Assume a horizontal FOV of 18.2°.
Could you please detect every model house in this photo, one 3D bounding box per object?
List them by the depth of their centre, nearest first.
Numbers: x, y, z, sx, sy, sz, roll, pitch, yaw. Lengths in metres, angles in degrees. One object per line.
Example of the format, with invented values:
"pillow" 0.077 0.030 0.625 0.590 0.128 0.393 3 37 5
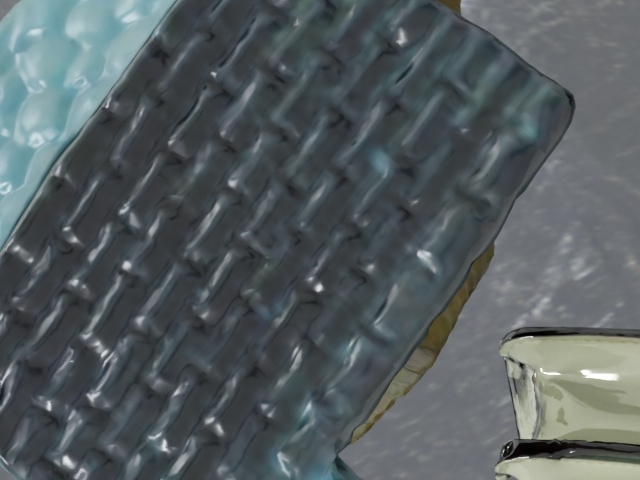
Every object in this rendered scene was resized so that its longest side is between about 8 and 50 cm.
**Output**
"model house" 0.000 0.000 0.788 0.261 0.226 0.241 -56 45 3

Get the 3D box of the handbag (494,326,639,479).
"handbag" 0.223 0.183 1.080 0.236 0.358 0.160 3 60 13
